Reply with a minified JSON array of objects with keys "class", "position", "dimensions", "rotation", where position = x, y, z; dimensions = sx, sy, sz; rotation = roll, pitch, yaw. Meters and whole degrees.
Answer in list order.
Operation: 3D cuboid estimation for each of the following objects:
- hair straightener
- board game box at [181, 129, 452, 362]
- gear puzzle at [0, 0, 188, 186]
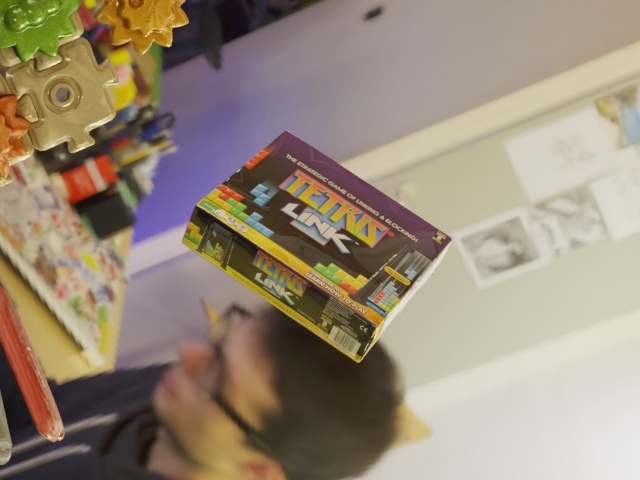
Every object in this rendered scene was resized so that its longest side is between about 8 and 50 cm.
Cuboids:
[{"class":"hair straightener","position":[-0.254,0.045,0.864],"dimensions":[0.230,0.089,0.047],"rotation":[65,4,9]},{"class":"board game box","position":[0.000,0.000,1.019],"dimensions":[0.170,0.048,0.141],"rotation":[33,42,10]},{"class":"gear puzzle","position":[-0.252,-0.138,1.066],"dimensions":[0.044,0.339,0.176],"rotation":[29,-38,59]}]
